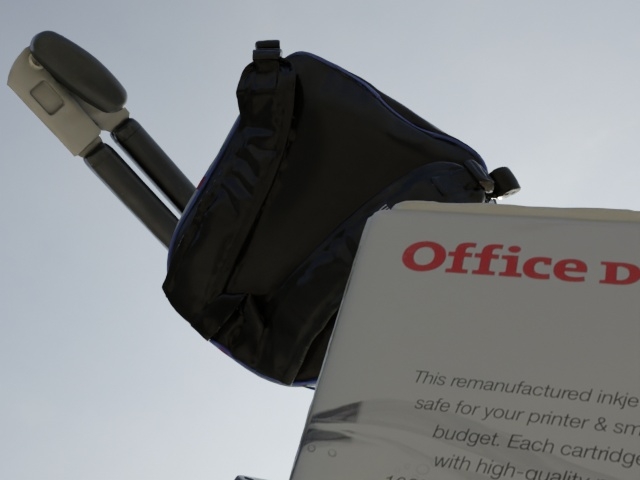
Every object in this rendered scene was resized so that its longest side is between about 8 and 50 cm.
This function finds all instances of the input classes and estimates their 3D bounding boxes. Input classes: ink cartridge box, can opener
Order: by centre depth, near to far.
[{"bbox_3d":[0.095,0.131,0.328,0.207,0.283,0.117,4,-38,20],"label":"ink cartridge box"},{"bbox_3d":[-0.197,-0.089,0.887,0.076,0.095,0.283,-47,-68,-17],"label":"can opener"}]

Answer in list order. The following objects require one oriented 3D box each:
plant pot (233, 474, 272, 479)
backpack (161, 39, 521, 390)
[{"bbox_3d":[-0.049,0.385,1.039,0.187,0.188,0.167,16,-93,-19],"label":"plant pot"},{"bbox_3d":[0.000,0.000,0.792,0.263,0.276,0.213,-52,-25,-6],"label":"backpack"}]
